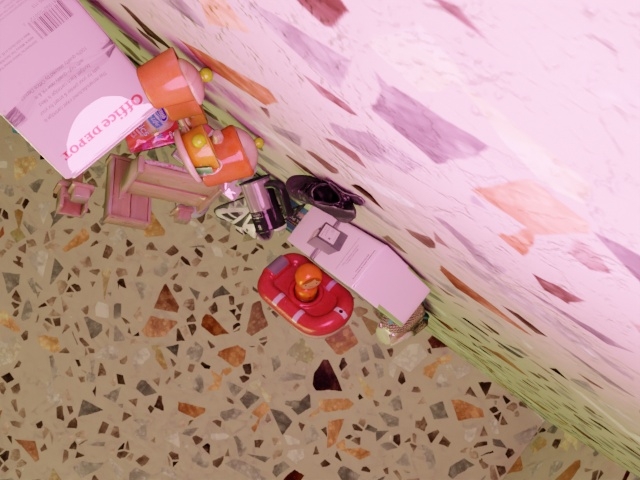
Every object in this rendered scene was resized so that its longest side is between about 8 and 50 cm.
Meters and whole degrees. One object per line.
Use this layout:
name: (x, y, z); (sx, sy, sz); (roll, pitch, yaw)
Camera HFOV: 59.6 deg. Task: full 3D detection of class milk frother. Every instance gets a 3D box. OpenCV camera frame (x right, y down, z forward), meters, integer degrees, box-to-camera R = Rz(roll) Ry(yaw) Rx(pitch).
milk frother: (-0.119, -0.107, 1.447); (0.143, 0.129, 0.134); (-52, -52, -66)

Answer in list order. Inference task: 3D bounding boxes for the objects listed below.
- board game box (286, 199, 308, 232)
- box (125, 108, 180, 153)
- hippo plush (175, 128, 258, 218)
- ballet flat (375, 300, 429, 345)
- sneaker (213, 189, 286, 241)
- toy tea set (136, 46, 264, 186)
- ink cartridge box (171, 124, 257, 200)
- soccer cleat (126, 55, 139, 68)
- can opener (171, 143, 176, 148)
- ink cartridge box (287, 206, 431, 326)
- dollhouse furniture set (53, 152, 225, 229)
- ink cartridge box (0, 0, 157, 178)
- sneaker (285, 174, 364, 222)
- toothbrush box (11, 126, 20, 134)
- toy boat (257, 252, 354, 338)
board game box: (0.000, 0.000, 1.746); (0.254, 0.079, 0.336); (34, 176, 37)
box: (-0.409, -0.282, 1.330); (0.257, 0.123, 0.128); (-154, 49, -71)
hippo plush: (-0.374, -0.183, 1.743); (0.294, 0.236, 0.234); (38, 176, -11)
ballet flat: (0.246, 0.252, 1.785); (0.164, 0.182, 0.483); (35, 177, 16)
sneaker: (-0.207, -0.060, 1.632); (0.331, 0.123, 0.146); (-5, 107, 59)
toy tea set: (-0.171, -0.193, 0.883); (0.336, 0.124, 0.199); (-142, 29, -85)
ink cartridge box: (-0.261, -0.197, 1.411); (0.198, 0.115, 0.067); (37, 176, -20)
soccer cleat: (-0.461, -0.400, 1.261); (0.179, 0.060, 0.072); (25, 160, 44)
can opener: (-0.622, -0.461, 2.158); (0.283, 0.076, 0.095); (37, -151, -16)
ink cartridge box: (0.081, 0.050, 1.246); (0.198, 0.114, 0.273); (40, 177, -39)
dollhouse furniture set: (-0.399, -0.177, 1.267); (0.303, 0.173, 0.356); (11, 152, -35)
ink cartridge box: (-0.429, -0.271, 0.900); (0.283, 0.207, 0.117); (51, 174, -23)
sneaker: (0.002, -0.077, 0.913); (0.170, 0.051, 0.089); (30, 174, 24)
toothbrush box: (-0.707, -0.385, 1.483); (0.217, 0.126, 0.295); (15, 151, -13)
toy boat: (-0.029, 0.107, 1.257); (0.231, 0.151, 0.151); (38, 149, 18)
